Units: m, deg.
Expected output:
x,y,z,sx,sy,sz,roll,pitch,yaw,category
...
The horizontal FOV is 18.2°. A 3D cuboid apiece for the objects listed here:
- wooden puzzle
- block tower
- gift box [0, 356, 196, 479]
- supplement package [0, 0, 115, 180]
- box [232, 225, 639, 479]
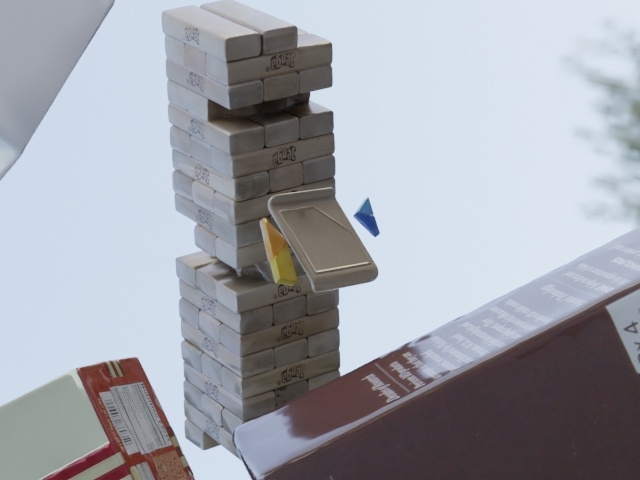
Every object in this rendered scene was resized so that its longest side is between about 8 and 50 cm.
x,y,z,sx,sy,sz,roll,pitch,yaw,category
0.000,0.000,1.344,0.116,0.014,0.078,-1,-120,-45,wooden puzzle
-0.047,-0.002,1.451,0.091,0.097,0.335,-15,-64,-30,block tower
-0.278,0.257,1.917,0.255,0.258,0.276,65,-170,10,gift box
-0.242,-0.064,1.075,0.139,0.244,0.134,35,-135,-13,supplement package
0.163,0.114,1.117,0.381,0.143,0.191,-27,-82,-4,box
